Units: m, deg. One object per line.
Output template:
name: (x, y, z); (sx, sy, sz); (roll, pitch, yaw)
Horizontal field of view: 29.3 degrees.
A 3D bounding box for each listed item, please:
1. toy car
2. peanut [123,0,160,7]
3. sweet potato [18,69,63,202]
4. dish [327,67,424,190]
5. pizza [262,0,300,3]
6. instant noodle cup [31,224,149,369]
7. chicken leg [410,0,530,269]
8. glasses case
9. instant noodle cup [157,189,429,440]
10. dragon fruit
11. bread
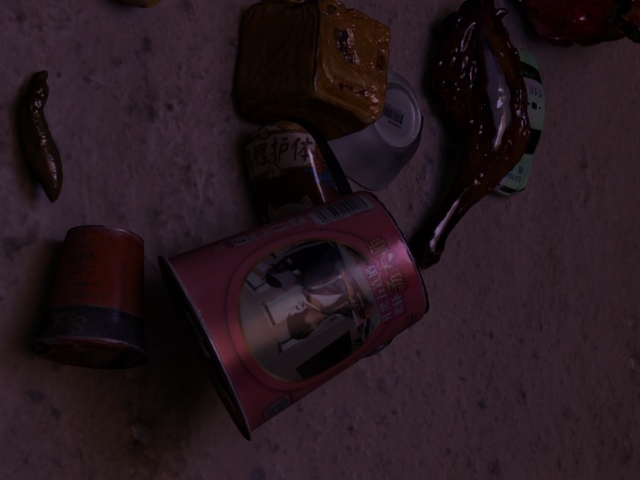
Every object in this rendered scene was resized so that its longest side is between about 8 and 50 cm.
toy car: (0.291, -0.180, 1.842); (0.090, 0.076, 0.224); (15, 76, -41)
peanut: (-0.220, -0.367, 1.395); (0.087, 0.087, 0.207); (-29, 116, -39)
sweet potato: (-0.308, -0.116, 1.338); (0.041, 0.038, 0.153); (11, 68, -62)
dish: (0.084, -0.166, 1.665); (0.190, 0.066, 0.191); (6, 81, -41)
pizza: (-0.067, -0.399, 1.567); (0.193, 0.053, 0.201); (17, 74, -39)
instant noodle cup: (-0.242, 0.061, 1.330); (0.127, 0.127, 0.136); (20, 64, -38)
chicken leg: (0.219, -0.152, 1.743); (0.157, 0.096, 0.407); (13, 82, -6)
glasses case: (0.000, 0.000, 1.535); (0.082, 0.122, 0.321); (-32, 106, -39)
instant noodle cup: (-0.024, 0.069, 1.375); (0.255, 0.244, 0.244); (-25, 103, -12)
dragon fruit: (0.453, -0.423, 1.898); (0.291, 0.269, 0.250); (-3, 97, -38)
bread: (-0.010, -0.217, 1.541); (0.149, 0.143, 0.158); (27, 68, -42)
